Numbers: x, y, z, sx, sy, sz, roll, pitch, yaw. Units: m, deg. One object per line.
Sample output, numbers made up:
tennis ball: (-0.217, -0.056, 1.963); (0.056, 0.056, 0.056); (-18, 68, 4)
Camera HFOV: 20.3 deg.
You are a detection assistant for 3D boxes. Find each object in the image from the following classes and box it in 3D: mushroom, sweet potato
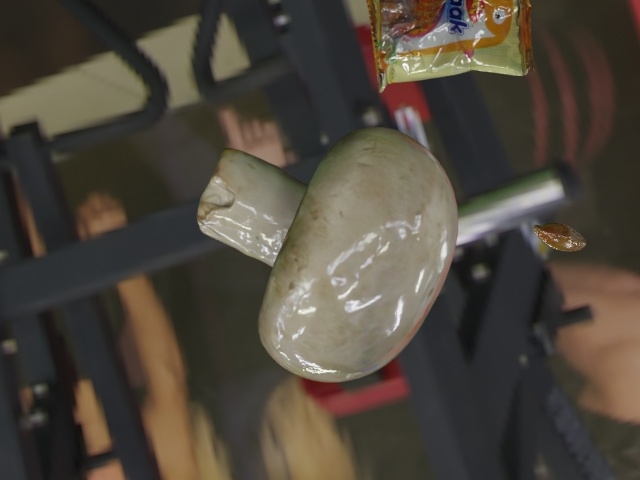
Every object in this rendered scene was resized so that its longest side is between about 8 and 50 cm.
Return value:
mushroom: (0.000, 0.000, 1.352); (0.204, 0.204, 0.204); (-14, 165, -4)
sweet potato: (0.294, -0.003, 2.165); (0.095, 0.034, 0.034); (12, 151, -39)

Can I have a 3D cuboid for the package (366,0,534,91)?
package: (0.087, -0.160, 1.226); (0.121, 0.108, 0.031); (-6, 169, 15)
